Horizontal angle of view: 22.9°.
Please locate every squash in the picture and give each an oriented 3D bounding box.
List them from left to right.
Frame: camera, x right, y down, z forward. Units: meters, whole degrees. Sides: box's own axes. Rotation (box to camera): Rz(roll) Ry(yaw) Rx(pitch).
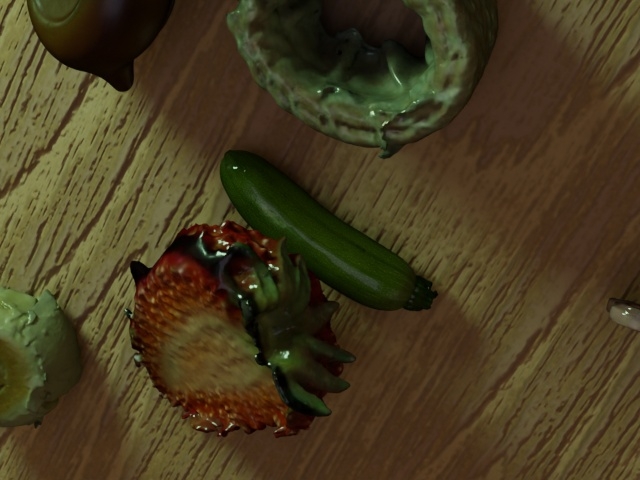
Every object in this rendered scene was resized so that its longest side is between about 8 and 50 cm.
[{"bbox_3d":[0.000,0.000,1.586,0.258,0.069,0.069,36,118,0],"label":"squash"}]

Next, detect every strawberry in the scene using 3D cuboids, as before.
[{"bbox_3d":[-0.090,0.081,1.615,0.233,0.138,0.306,58,152,-11],"label":"strawberry"}]

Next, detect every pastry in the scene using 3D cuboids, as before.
[{"bbox_3d":[-0.347,0.128,1.737,0.166,0.088,0.165,6,116,13],"label":"pastry"}]

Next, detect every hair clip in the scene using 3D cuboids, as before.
[{"bbox_3d":[0.345,0.085,1.497,0.102,0.123,0.138,-36,95,6],"label":"hair clip"}]

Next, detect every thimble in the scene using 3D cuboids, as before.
[{"bbox_3d":[0.044,-0.197,1.442,0.229,0.148,0.196,33,118,-1],"label":"thimble"}]

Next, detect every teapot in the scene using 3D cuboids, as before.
[{"bbox_3d":[-0.195,-0.269,1.506,0.178,0.135,0.252,15,100,42],"label":"teapot"}]
